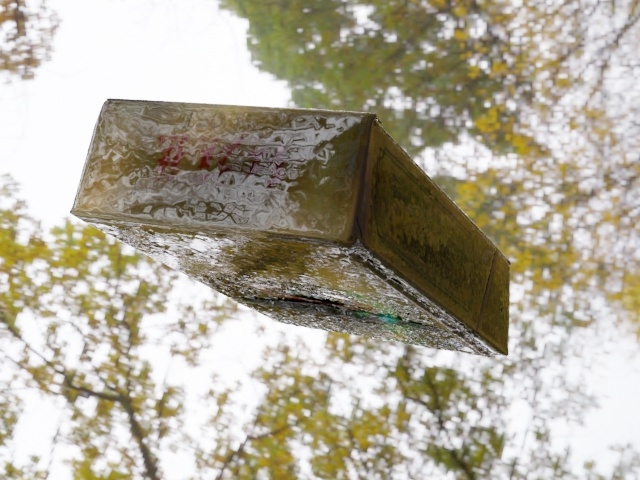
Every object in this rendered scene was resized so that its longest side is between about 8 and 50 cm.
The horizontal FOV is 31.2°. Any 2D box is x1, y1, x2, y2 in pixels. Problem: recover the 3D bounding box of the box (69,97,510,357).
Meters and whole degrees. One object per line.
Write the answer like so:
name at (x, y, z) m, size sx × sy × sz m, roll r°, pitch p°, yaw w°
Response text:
box at (0.000, 0.000, 0.625) m, size 0.240 × 0.159 × 0.071 m, roll 35°, pitch -117°, yaw -60°
